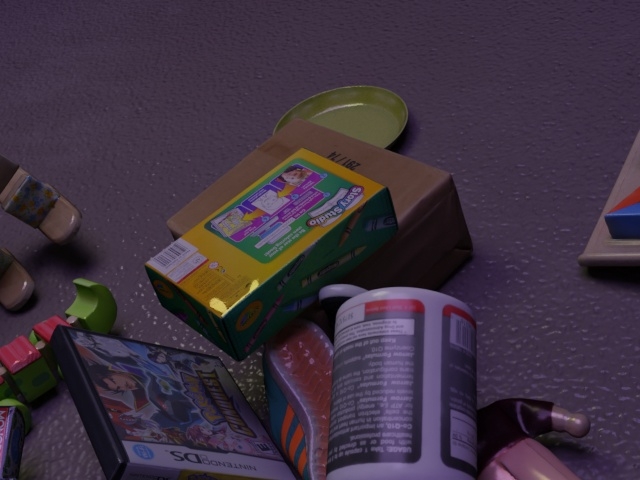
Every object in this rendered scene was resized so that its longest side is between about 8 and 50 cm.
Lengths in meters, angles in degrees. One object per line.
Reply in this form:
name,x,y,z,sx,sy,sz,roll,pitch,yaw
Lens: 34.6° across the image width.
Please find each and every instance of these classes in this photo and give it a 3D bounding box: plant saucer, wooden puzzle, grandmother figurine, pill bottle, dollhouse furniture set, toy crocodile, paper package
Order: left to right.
dollhouse furniture set,-0.590,0.035,1.522,0.256,0.362,0.394,34,89,45
toy crocodile,-0.425,0.188,1.458,0.340,0.105,0.115,-40,44,-25
paper package,0.000,0.000,1.475,0.325,0.168,0.309,23,54,40
plant saucer,0.037,-0.187,1.786,0.241,0.037,0.241,-11,39,9
pill bottle,0.088,0.208,1.109,0.161,0.161,0.283,-4,61,16
grandmother figurine,0.212,0.248,1.159,0.208,0.104,0.342,-26,42,-20
wooden puzzle,0.543,-0.090,1.393,0.322,0.080,0.348,-2,37,40

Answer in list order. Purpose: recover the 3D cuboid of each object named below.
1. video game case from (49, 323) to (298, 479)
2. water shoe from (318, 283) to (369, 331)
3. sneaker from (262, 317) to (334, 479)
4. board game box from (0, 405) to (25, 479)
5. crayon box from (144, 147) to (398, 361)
video game case,-0.183,0.210,1.265,0.035,0.248,0.275,-61,38,16
water shoe,0.062,0.133,1.267,0.073,0.203,0.080,-13,44,33
sneaker,0.009,0.245,1.247,0.108,0.121,0.302,-12,56,-18
board game box,-0.438,0.312,1.314,0.194,0.060,0.194,-1,64,9
crayon box,-0.058,0.009,1.289,0.278,0.081,0.165,-38,44,-23
